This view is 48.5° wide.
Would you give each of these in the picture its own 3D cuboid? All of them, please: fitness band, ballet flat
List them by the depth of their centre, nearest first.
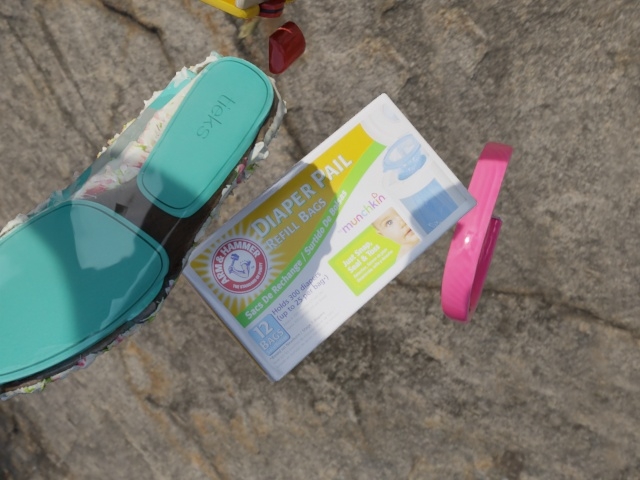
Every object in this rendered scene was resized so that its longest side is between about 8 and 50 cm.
[{"bbox_3d":[-0.104,-0.006,0.392,0.091,0.241,0.077,42,156,-1],"label":"ballet flat"},{"bbox_3d":[0.244,-0.012,1.094,0.054,0.290,0.209,15,157,16],"label":"fitness band"}]

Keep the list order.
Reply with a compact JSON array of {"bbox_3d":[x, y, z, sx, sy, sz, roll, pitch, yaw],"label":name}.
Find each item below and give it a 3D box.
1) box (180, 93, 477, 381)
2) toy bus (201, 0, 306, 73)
[{"bbox_3d":[0.000,0.000,0.556,0.114,0.203,0.103,49,169,-1],"label":"box"},{"bbox_3d":[-0.038,-0.253,0.561,0.104,0.190,0.202,28,175,17],"label":"toy bus"}]
